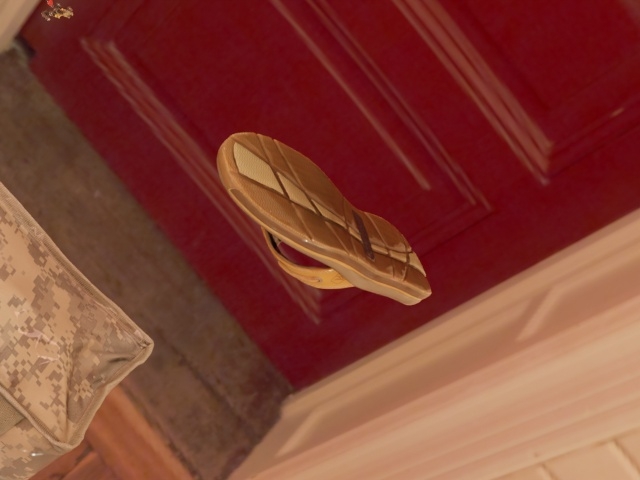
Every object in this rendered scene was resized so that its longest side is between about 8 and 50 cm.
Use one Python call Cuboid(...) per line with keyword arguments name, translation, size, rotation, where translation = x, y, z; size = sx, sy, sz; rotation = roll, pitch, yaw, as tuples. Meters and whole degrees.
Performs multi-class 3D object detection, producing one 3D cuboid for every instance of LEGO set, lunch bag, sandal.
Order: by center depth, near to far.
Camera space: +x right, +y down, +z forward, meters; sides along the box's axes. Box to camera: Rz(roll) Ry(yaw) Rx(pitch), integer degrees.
Cuboid(name="sandal", translation=(0.000, 0.000, 0.637), size=(0.180, 0.049, 0.072), rotation=(32, 33, -42))
Cuboid(name="lunch bag", translation=(-0.325, 0.072, 0.867), size=(0.287, 0.235, 0.169), rotation=(48, 35, -10))
Cuboid(name="LEGO set", translation=(-0.222, -0.224, 0.948), size=(0.083, 0.054, 0.023), rotation=(-61, 147, -24))
